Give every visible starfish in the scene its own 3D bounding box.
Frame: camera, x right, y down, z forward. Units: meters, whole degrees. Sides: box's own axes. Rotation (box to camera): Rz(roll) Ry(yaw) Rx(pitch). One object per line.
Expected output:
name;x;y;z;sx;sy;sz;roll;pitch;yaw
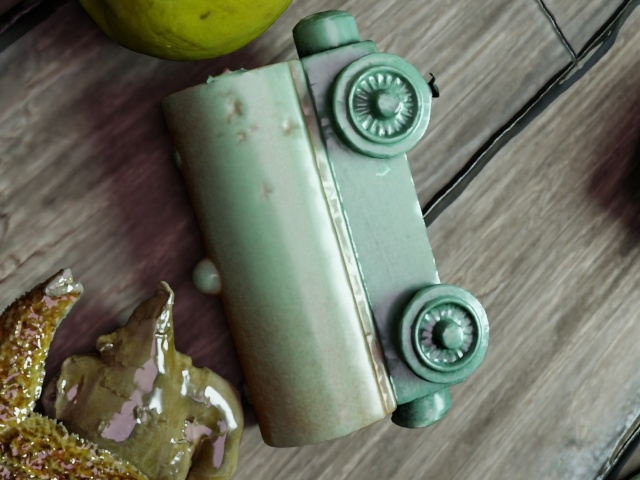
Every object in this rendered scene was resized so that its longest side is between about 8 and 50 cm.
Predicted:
starfish;-0.193;0.130;0.497;0.227;0.043;0.240;37;91;6

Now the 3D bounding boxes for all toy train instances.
toy train;0.000;0.000;0.589;0.177;0.116;0.285;-18;99;-13

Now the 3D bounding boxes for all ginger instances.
ginger;-0.130;0.141;0.547;0.133;0.059;0.214;47;72;-27

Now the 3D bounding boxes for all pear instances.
pear;-0.078;-0.183;0.523;0.162;0.149;0.149;-36;105;-23

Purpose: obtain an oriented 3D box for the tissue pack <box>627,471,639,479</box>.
tissue pack;0.275;0.350;0.689;0.388;0.162;0.287;-21;96;-25
